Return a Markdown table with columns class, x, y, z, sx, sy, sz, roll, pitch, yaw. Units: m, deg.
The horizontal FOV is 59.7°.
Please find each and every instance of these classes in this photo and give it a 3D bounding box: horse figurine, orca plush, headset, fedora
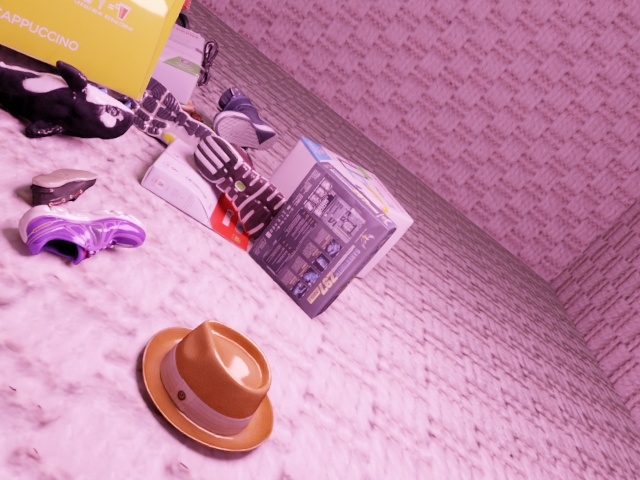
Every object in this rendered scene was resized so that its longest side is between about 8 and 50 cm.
| class | x | y | z | sx | sy | sz | roll | pitch | yaw |
| --- | --- | --- | --- | --- | --- | --- | --- | --- | --- |
| horse figurine | -0.385 | -0.351 | 1.364 | 0.263 | 0.066 | 0.174 | 37 | 25 | 1 |
| orca plush | -0.457 | -0.221 | 0.900 | 0.287 | 0.151 | 0.102 | 29 | 53 | -34 |
| headset | -0.475 | -0.585 | 1.611 | 0.394 | 0.185 | 0.243 | 21 | 15 | 13 |
| fedora | -0.122 | 0.162 | 0.691 | 0.194 | 0.079 | 0.194 | 34 | 20 | -14 |

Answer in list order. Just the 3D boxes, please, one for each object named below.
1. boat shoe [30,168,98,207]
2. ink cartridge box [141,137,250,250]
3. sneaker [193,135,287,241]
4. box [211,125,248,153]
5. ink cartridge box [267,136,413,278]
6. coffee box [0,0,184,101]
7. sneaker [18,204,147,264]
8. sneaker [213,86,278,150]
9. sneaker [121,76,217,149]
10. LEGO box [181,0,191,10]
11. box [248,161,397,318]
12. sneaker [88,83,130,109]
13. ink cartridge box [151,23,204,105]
| class | x | y | z | sx | sy | sz | roll | pitch | yaw |
| --- | --- | --- | --- | --- | --- | --- | --- | --- | --- |
| boat shoe | -0.376 | -0.079 | 0.823 | 0.049 | 0.042 | 0.133 | 15 | 18 | 6 |
| ink cartridge box | -0.223 | -0.097 | 1.117 | 0.232 | 0.066 | 0.189 | 30 | 21 | -14 |
| sneaker | -0.137 | -0.108 | 1.164 | 0.281 | 0.106 | 0.162 | 54 | 11 | -13 |
| box | -0.233 | -0.250 | 1.421 | 0.087 | 0.058 | 0.232 | 30 | 21 | -24 |
| ink cartridge box | 0.031 | -0.068 | 1.288 | 0.270 | 0.197 | 0.198 | 19 | 28 | -45 |
| coffee box | -0.483 | -0.523 | 1.066 | 0.337 | 0.338 | 0.334 | 16 | 18 | -47 |
| sneaker | -0.314 | 0.001 | 0.750 | 0.170 | 0.068 | 0.071 | 1 | 57 | -47 |
| sneaker | -0.215 | -0.303 | 1.339 | 0.163 | 0.086 | 0.226 | 53 | 17 | 16 |
| sneaker | -0.329 | -0.254 | 1.244 | 0.275 | 0.107 | 0.110 | 43 | 0 | -3 |
| LEGO box | -0.634 | -0.811 | 1.485 | 0.500 | 0.193 | 0.372 | 23 | 14 | 20 |
| box | 0.000 | 0.000 | 1.033 | 0.183 | 0.233 | 0.059 | 44 | 23 | 14 |
| sneaker | -0.455 | -0.270 | 1.035 | 0.209 | 0.082 | 0.069 | 15 | 33 | -47 |
| ink cartridge box | -0.373 | -0.440 | 1.341 | 0.160 | 0.093 | 0.219 | 19 | 36 | -21 |
